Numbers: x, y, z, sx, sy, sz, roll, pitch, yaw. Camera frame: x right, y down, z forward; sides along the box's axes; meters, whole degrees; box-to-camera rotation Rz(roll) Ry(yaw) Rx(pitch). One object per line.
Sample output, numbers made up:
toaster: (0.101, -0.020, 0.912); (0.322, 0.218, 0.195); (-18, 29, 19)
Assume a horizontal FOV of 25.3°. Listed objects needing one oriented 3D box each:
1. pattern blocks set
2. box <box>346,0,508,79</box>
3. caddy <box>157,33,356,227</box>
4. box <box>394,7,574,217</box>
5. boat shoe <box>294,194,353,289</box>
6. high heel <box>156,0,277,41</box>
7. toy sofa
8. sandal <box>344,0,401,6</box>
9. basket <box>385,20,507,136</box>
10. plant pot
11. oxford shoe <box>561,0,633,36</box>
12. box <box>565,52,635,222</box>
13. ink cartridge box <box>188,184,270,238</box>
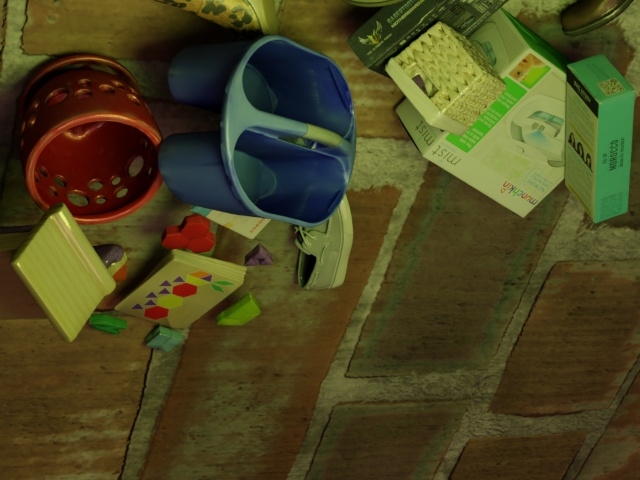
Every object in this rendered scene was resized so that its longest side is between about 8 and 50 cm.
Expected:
pattern blocks set: (-0.217, 0.075, 2.231); (0.325, 0.026, 0.285); (-31, 140, 31)
box: (0.165, -0.320, 1.995); (0.232, 0.059, 0.183); (-40, 164, 16)
caddy: (-0.065, -0.146, 1.931); (0.341, 0.179, 0.241); (11, 85, -60)
box: (0.288, -0.194, 2.180); (0.231, 0.127, 0.262); (-45, 134, 18)
boat shoe: (0.000, 0.000, 2.269); (0.081, 0.079, 0.227); (-13, 139, -18)
high heel: (-0.168, -0.323, 1.912); (0.186, 0.093, 0.261); (-7, 153, 15)
toy sofa: (-0.456, 0.031, 1.947); (0.362, 0.177, 0.150); (-3, 130, 35)
sandal: (0.139, -0.399, 1.867); (0.302, 0.120, 0.086); (-16, 146, 33)
basket: (0.179, -0.225, 1.985); (0.103, 0.113, 0.167); (-41, 165, 15)
plant pot: (-0.317, -0.145, 1.923); (0.191, 0.174, 0.191); (-13, 136, -13)
oxford shoe: (0.433, -0.394, 2.097); (0.096, 0.083, 0.227); (40, 111, -20)
box: (0.413, -0.149, 2.117); (0.060, 0.100, 0.244); (-19, 137, -10)
ink cartridge box: (-0.124, -0.077, 2.134); (0.143, 0.090, 0.092); (27, 117, -40)
